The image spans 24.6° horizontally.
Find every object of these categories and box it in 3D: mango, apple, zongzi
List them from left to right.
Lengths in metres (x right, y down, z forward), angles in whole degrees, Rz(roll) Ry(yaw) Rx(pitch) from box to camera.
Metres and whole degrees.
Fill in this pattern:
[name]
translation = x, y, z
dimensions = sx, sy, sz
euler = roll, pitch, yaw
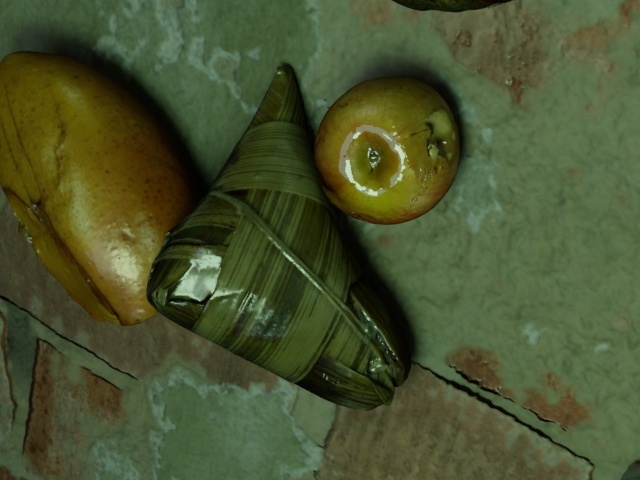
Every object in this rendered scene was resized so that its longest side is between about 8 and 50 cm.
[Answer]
[mango]
translation = -0.248, -0.066, 1.613
dimensions = 0.199, 0.201, 0.350
euler = -31, 80, 4
[zongzi]
translation = 0.000, 0.000, 1.502
dimensions = 0.286, 0.288, 0.134
euler = 29, 167, -13
[apple]
translation = 0.061, -0.083, 1.401
dimensions = 0.146, 0.146, 0.146
euler = 15, 117, 31

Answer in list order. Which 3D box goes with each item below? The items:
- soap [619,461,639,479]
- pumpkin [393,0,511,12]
[soap]
translation = 0.374, 0.292, 1.328
dimensions = 0.199, 0.138, 0.182
euler = -21, 97, 39
[pumpkin]
translation = 0.106, -0.316, 1.231
dimensions = 0.260, 0.189, 0.260
euler = 14, 115, 31
